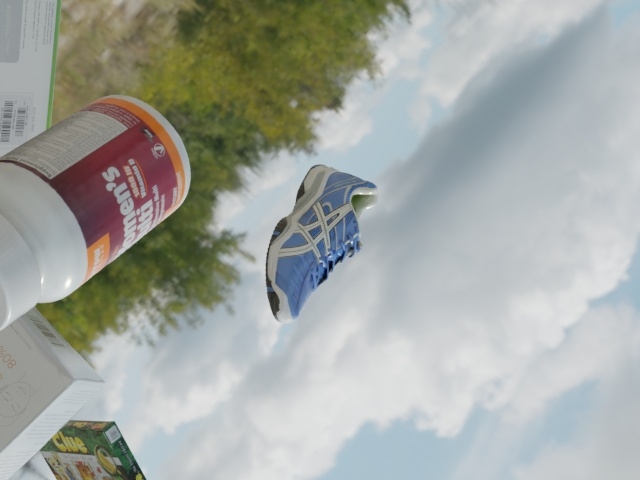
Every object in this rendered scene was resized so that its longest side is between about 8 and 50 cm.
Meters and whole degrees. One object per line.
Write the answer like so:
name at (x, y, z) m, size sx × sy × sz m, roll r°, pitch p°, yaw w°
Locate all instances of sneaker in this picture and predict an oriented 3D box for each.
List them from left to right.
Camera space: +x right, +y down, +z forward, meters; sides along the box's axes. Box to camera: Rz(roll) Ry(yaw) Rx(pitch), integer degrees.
sneaker at (0.000, 0.000, 1.087) m, size 0.080 × 0.081 × 0.211 m, roll 74°, pitch 32°, yaw -51°

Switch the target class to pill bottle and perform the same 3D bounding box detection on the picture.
pill bottle at (-0.215, -0.025, 0.810) m, size 0.121 × 0.121 × 0.221 m, roll -38°, pitch -174°, yaw 43°

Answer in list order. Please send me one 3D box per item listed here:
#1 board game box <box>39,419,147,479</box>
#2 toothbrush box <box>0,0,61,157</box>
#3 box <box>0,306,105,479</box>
board game box at (-0.365, 0.343, 1.547) m, size 0.259 × 0.136 × 0.030 m, roll -11°, pitch -163°, yaw 48°
toothbrush box at (-0.400, -0.195, 1.020) m, size 0.122 × 0.283 × 0.206 m, roll -9°, pitch 113°, yaw -49°
box at (-0.314, 0.146, 0.919) m, size 0.170 × 0.130 × 0.091 m, roll -44°, pitch 169°, yaw -3°
